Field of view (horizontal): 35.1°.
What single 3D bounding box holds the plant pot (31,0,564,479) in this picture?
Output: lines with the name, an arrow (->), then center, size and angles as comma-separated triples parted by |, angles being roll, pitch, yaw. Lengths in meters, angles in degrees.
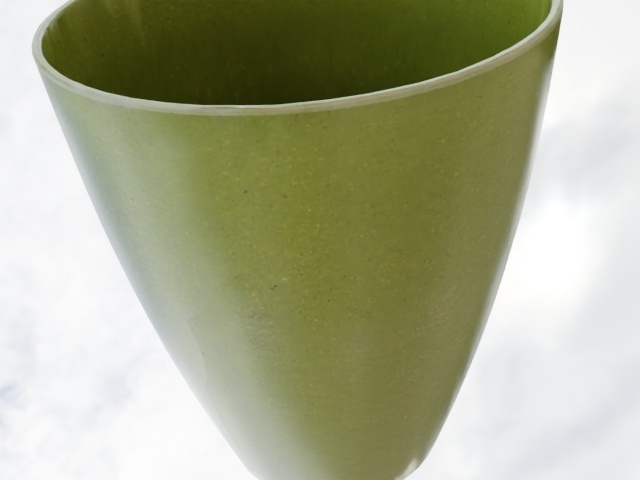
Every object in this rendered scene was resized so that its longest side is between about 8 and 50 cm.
plant pot -> 0.000, 0.000, 0.605 | 0.275, 0.275, 0.293 | -30, -52, -34
